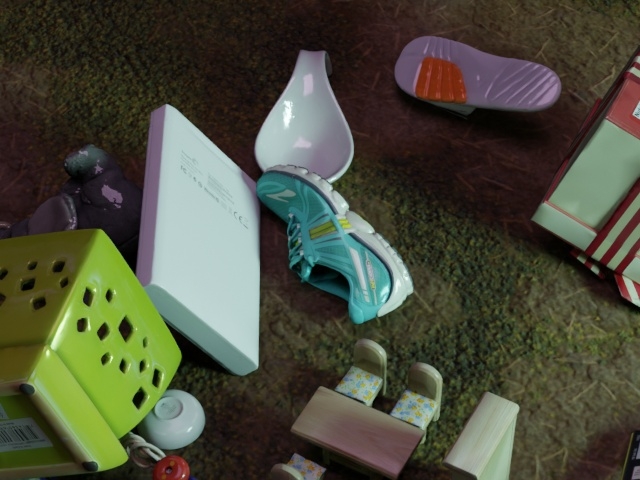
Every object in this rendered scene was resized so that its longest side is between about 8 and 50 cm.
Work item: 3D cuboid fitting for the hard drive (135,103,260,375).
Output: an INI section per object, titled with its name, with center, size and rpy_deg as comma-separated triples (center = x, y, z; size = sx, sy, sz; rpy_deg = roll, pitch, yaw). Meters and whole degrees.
[hard drive]
center = -0.149, -0.004, 1.974
size = 0.040, 0.203, 0.307
rpy_deg = -26, 42, 25

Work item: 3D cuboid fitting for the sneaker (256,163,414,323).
[sneaker]
center = 0.000, 0.000, 2.026
size = 0.110, 0.107, 0.275
rpy_deg = -36, 57, -17

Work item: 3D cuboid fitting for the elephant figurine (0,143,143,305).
[elephant figurine]
center = -0.337, 0.006, 2.012
size = 0.239, 0.186, 0.169
rpy_deg = -43, 102, -20

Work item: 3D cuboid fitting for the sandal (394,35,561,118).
[sandal]
center = 0.226, -0.216, 2.235
size = 0.265, 0.076, 0.102
rpy_deg = 19, 73, 31

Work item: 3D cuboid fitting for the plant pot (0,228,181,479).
[plant pot]
center = -0.320, 0.143, 1.770
size = 0.228, 0.227, 0.207
rpy_deg = -9, 41, 23

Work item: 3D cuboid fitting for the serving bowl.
[serving bowl]
center = -0.181, 0.210, 1.882
size = 0.083, 0.027, 0.083
rpy_deg = -1, 47, 1

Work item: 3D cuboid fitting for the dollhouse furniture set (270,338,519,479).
[dollhouse furniture set]
center = 0.088, 0.225, 1.774
size = 0.242, 0.161, 0.212
rpy_deg = 22, 51, 19

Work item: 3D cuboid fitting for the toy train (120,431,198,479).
[toy train]
center = -0.185, 0.316, 1.750
size = 0.248, 0.105, 0.143
rpy_deg = 25, 69, 28

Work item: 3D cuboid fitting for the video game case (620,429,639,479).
[video game case]
center = 0.453, 0.272, 1.691
size = 0.275, 0.035, 0.248
rpy_deg = -12, 24, 27

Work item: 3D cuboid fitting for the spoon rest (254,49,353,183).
[spoon rest]
center = -0.020, -0.177, 2.199
size = 0.137, 0.084, 0.276
rpy_deg = 1, 47, 2

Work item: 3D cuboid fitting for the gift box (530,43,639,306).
[gift box]
center = 0.447, -0.074, 1.990
size = 0.276, 0.258, 0.255
rpy_deg = 36, 53, 5

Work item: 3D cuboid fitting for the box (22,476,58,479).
[box]
center = -0.363, 0.309, 1.795
size = 0.136, 0.028, 0.081
rpy_deg = -29, 53, -26
